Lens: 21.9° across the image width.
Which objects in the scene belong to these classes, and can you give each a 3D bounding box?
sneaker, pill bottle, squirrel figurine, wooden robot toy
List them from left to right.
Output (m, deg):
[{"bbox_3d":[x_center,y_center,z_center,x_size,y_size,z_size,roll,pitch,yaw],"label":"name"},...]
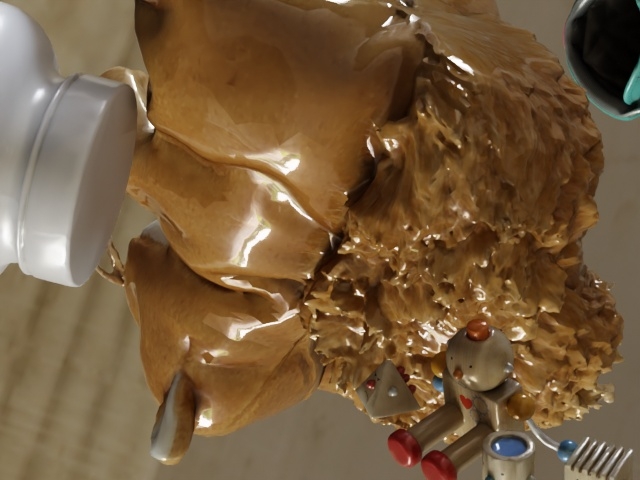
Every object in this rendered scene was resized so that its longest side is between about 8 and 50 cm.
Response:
[{"bbox_3d":[-0.281,-0.072,0.983,0.181,0.323,0.181,15,90,-85],"label":"pill bottle"},{"bbox_3d":[0.000,0.000,1.080,0.281,0.397,0.370,-19,135,-47],"label":"squirrel figurine"},{"bbox_3d":[0.083,0.083,0.868,0.173,0.076,0.079,27,-49,40],"label":"wooden robot toy"},{"bbox_3d":[0.305,-0.150,1.248,0.295,0.178,0.124,6,-82,40],"label":"sneaker"}]
